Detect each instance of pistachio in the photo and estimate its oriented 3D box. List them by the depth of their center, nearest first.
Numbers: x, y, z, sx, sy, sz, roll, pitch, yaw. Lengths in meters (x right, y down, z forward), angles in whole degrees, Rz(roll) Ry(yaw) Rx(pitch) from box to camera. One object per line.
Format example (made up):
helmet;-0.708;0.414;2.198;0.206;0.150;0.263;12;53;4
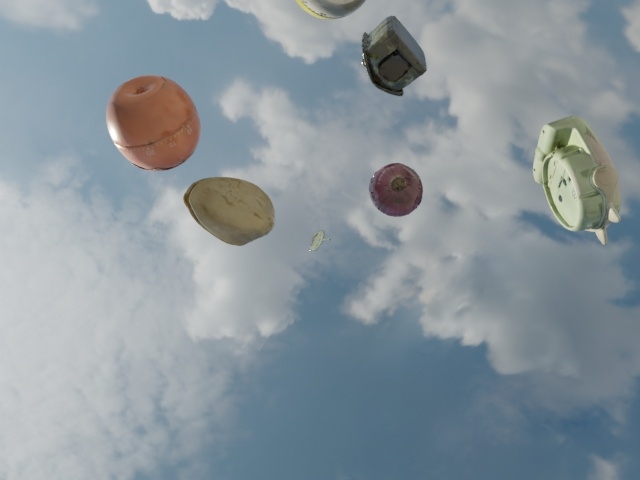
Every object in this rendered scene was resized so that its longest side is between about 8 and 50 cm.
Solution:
pistachio;-0.204;-0.068;1.168;0.223;0.126;0.153;17;-90;-32

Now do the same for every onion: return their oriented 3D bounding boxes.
onion;0.156;-0.103;1.058;0.115;0.104;0.115;1;-100;-7

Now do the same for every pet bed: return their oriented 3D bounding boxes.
pet bed;0.203;-0.546;1.518;0.183;0.159;0.211;40;-147;-25

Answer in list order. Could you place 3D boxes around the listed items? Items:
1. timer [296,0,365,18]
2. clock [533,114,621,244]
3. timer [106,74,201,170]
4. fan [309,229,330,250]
timer;0.018;-0.804;1.539;0.284;0.285;0.286;5;-119;-9
clock;0.691;-0.149;1.363;0.108;0.265;0.325;-16;-122;4
timer;-0.427;-0.301;1.308;0.229;0.215;0.230;-5;-134;5
fan;0.000;0.000;1.241;0.004;0.083;0.056;27;-106;-30
